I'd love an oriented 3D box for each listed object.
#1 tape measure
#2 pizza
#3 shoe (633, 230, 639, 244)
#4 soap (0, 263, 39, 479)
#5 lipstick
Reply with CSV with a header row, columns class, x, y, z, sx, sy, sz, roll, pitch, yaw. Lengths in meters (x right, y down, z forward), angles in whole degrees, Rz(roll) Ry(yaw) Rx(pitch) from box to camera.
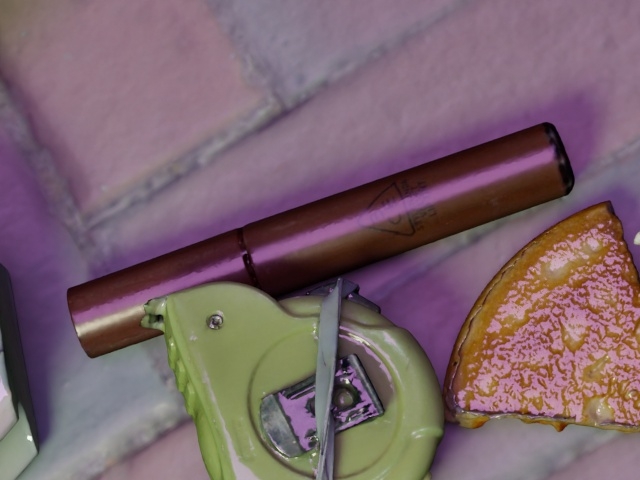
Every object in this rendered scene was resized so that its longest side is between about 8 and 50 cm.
class,x,y,z,sx,sy,sz,roll,pitch,yaw
tape measure,-0.007,0.114,1.204,0.175,0.106,0.200,-14,67,-12
pizza,0.187,0.068,1.233,0.176,0.036,0.184,25,76,12
shoe,0.287,0.101,1.148,0.159,0.124,0.316,-11,65,-10
soap,-0.336,0.143,1.256,0.208,0.115,0.347,39,83,17
lipstick,0.000,0.000,1.272,0.357,0.057,0.057,-19,72,4
